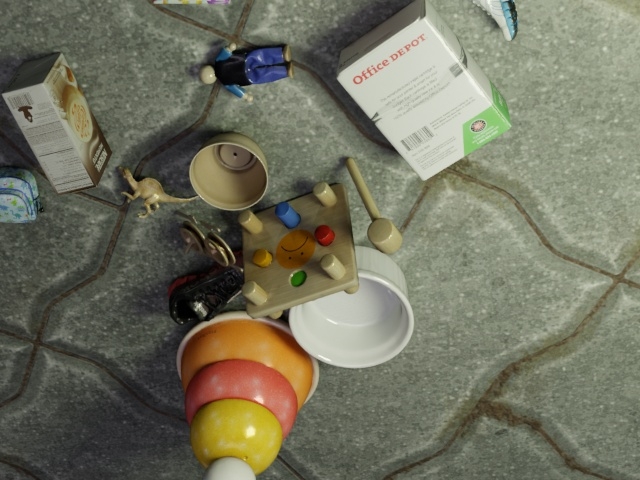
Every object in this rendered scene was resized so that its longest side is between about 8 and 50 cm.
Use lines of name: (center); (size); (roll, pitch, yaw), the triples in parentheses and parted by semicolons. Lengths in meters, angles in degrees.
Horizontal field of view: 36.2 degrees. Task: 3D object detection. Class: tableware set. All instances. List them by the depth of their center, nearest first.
tableware set: (-0.254, 0.012, 2.128); (0.039, 0.194, 0.128); (-40, 123, -21)

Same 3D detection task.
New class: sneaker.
sneaker: (0.306, -0.451, 1.801); (0.083, 0.071, 0.191); (-16, 115, 24)
sneaker: (-0.235, 0.113, 2.218); (0.276, 0.135, 0.098); (-25, 118, 20)

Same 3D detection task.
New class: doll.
doll: (-0.149, -0.335, 1.936); (0.189, 0.046, 0.129); (-5, 124, 9)

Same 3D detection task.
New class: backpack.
backpack: (-0.670, -0.097, 2.138); (0.105, 0.084, 0.114); (2, 123, 1)

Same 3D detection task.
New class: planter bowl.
planter bowl: (-0.183, -0.159, 2.028); (0.162, 0.109, 0.162); (2, 126, 3)

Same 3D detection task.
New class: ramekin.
ramekin: (0.072, 0.142, 2.208); (0.277, 0.135, 0.277); (2, 127, 3)

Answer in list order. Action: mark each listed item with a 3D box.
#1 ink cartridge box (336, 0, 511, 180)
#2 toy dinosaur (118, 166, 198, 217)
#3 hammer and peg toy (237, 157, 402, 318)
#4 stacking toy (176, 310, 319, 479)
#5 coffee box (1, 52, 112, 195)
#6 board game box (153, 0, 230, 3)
ink cartridge box: (0.199, -0.292, 1.885); (0.211, 0.121, 0.289); (-30, 118, 24)
toy dinosaur: (-0.366, -0.094, 2.129); (0.183, 0.053, 0.093); (24, 123, -11)
hammer and peg toy: (0.000, 0.000, 2.053); (0.361, 0.266, 0.127); (-20, 144, 18)
stacking toy: (-0.195, 0.426, 2.227); (0.350, 0.480, 0.351); (3, 126, 4)
coffee box: (-0.530, -0.235, 1.990); (0.098, 0.141, 0.246); (-12, 125, 13)
board game box: (-0.229, -0.571, 1.712); (0.144, 0.142, 0.275); (1, 126, 5)
